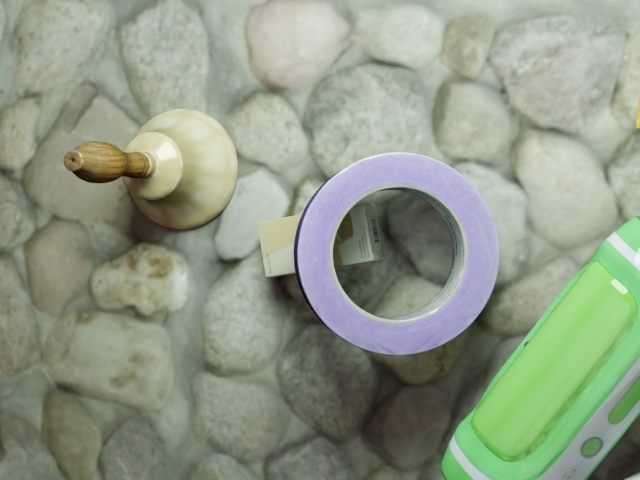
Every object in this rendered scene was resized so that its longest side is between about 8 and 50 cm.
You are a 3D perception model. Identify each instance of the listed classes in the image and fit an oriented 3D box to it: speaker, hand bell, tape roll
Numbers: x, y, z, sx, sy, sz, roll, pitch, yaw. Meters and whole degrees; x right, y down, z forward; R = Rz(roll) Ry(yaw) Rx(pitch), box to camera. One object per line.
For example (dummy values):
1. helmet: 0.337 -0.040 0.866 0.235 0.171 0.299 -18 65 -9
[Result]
1. speaker: 0.239 0.126 1.477 0.131 0.131 0.296 40 102 14
2. hand bell: -0.182 -0.075 1.555 0.126 0.242 0.126 0 90 19
3. tape roll: 0.070 0.012 1.524 0.189 0.080 0.189 0 89 -4

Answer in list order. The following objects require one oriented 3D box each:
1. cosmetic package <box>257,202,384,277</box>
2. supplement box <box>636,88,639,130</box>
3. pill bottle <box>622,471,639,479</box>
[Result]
1. cosmetic package: 0.000 0.000 1.600 0.115 0.041 0.060 -11 88 18
2. supplement box: 0.309 -0.127 1.466 0.036 0.098 0.062 4 90 15
3. pill bottle: 0.357 0.305 1.435 0.131 0.131 0.229 -24 83 17
